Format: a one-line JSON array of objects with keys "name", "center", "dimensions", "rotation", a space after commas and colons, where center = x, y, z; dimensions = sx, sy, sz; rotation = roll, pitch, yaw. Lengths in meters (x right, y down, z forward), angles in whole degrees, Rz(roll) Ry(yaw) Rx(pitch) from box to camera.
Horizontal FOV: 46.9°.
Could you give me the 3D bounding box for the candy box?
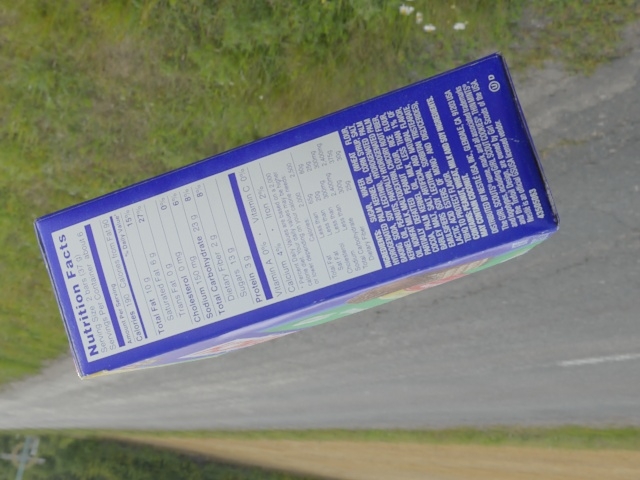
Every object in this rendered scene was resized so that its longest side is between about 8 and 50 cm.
[{"name": "candy box", "center": [0.000, 0.000, 0.570], "dimensions": [0.317, 0.122, 0.268], "rotation": [-18, 172, 10]}]
